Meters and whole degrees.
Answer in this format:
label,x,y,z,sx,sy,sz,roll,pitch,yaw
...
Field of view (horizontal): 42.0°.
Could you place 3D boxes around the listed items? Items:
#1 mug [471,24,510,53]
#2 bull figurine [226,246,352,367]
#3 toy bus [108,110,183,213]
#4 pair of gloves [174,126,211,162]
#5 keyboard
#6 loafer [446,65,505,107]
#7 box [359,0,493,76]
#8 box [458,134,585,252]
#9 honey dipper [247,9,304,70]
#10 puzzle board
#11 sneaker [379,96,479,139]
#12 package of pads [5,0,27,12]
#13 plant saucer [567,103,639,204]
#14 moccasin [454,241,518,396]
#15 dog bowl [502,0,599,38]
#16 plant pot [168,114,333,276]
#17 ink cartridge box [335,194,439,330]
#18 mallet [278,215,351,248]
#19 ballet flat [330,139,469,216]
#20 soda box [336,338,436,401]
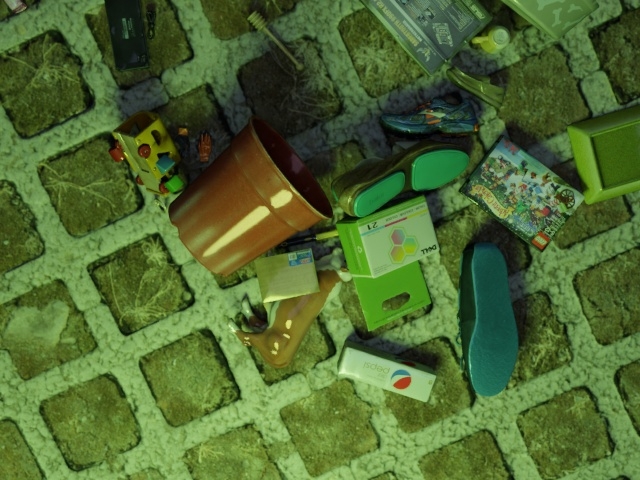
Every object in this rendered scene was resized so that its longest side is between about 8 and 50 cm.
label,x,y,z,sx,sy,sz,roll,pitch,yaw
mug,0.377,-0.435,1.812,0.078,0.064,0.062,-36,98,4
bull figurine,-0.066,0.130,1.864,0.188,0.101,0.310,30,90,2
toy bus,-0.356,-0.183,1.809,0.191,0.202,0.104,44,64,1
pair of gloves,-0.284,-0.213,1.857,0.083,0.010,0.074,7,98,-1
keyboard,-0.406,-0.463,1.815,0.108,0.023,0.180,-7,99,6
loafer,0.342,-0.345,1.831,0.148,0.056,0.050,29,96,-15
box,0.226,-0.498,1.794,0.183,0.056,0.231,-44,99,9
box,0.450,-0.104,1.868,0.233,0.044,0.159,36,95,-5
honey dipper,-0.095,-0.433,1.823,0.030,0.030,0.161,-42,101,4
puzzle board,-0.072,0.076,1.809,0.128,0.011,0.096,-11,86,2
sneaker,0.237,-0.270,1.833,0.221,0.083,0.087,-1,84,-6
package of pads,-0.669,-0.530,1.785,0.032,0.050,0.083,-36,97,-2
plant saucer,0.667,-0.191,1.860,0.188,0.045,0.188,-16,98,1
moccasin,0.373,0.173,1.874,0.137,0.117,0.342,1,93,-14
dog bowl,0.387,-0.534,1.670,0.348,0.349,0.102,37,107,-6
plant pot,-0.160,-0.078,1.765,0.265,0.272,0.272,-37,97,12
ink cartridge box,0.165,0.050,1.823,0.188,0.097,0.255,-21,99,-27
mallet,0.000,0.000,1.881,0.189,0.039,0.062,-19,94,6
ballet flat,0.163,-0.152,1.804,0.342,0.124,0.116,-26,136,-26
soda box,0.149,0.297,1.902,0.216,0.074,0.069,18,97,-3
